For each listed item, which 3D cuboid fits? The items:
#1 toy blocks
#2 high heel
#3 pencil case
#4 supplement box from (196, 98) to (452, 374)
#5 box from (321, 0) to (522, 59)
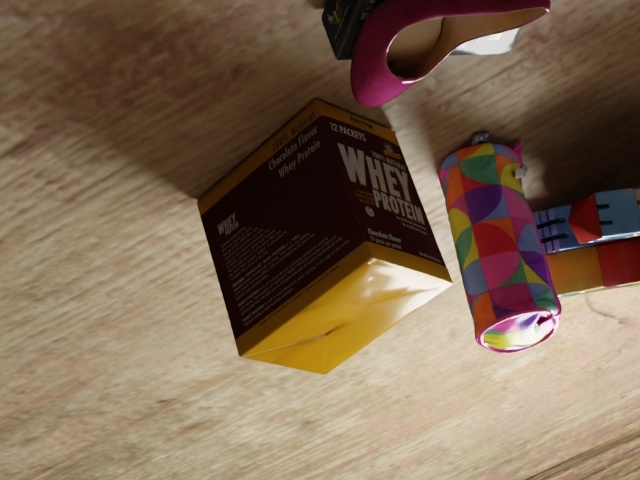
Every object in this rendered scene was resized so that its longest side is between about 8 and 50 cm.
[{"bbox_3d":[0.346,0.002,1.678,0.260,0.191,0.381,-8,175,-19],"label":"toy blocks"},{"bbox_3d":[0.108,-0.167,1.248,0.082,0.117,0.244,8,141,-37],"label":"high heel"},{"bbox_3d":[0.194,0.002,1.587,0.104,0.236,0.104,-7,151,-4],"label":"pencil case"},{"bbox_3d":[0.000,0.000,1.502,0.191,0.194,0.129,-38,145,30],"label":"supplement box"},{"bbox_3d":[0.119,-0.257,1.285,0.183,0.059,0.233,-5,147,-21],"label":"box"}]
